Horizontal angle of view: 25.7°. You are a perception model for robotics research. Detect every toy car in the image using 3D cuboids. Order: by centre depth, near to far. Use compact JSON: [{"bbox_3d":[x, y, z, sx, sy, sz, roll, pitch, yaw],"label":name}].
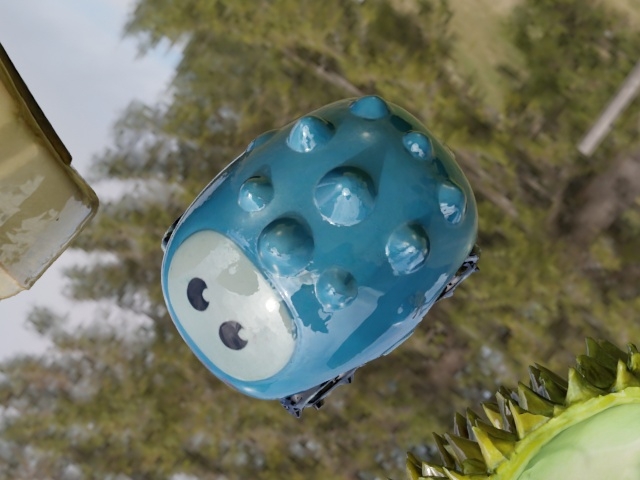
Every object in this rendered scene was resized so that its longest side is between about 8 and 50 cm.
[{"bbox_3d":[0.000,0.000,1.052,0.188,0.255,0.190,52,176,12],"label":"toy car"}]

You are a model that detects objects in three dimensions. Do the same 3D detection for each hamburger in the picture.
[{"bbox_3d":[-0.308,-0.086,1.093,0.300,0.176,0.300,54,171,12],"label":"hamburger"}]

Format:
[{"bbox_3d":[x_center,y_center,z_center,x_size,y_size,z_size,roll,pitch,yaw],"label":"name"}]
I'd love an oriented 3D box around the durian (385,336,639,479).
[{"bbox_3d":[0.109,0.150,0.472,0.237,0.176,0.200,49,-130,-4],"label":"durian"}]
